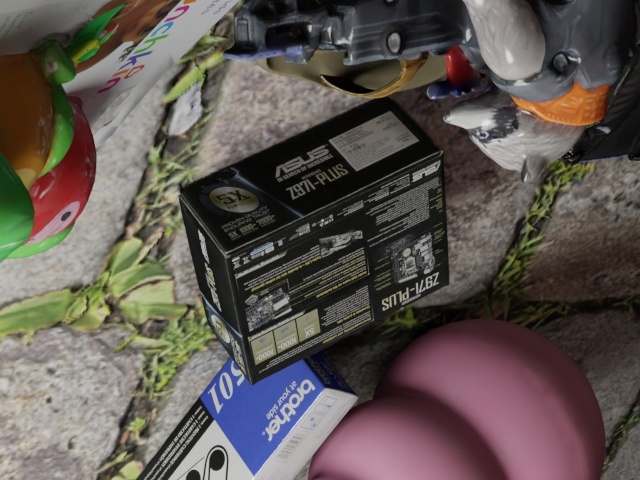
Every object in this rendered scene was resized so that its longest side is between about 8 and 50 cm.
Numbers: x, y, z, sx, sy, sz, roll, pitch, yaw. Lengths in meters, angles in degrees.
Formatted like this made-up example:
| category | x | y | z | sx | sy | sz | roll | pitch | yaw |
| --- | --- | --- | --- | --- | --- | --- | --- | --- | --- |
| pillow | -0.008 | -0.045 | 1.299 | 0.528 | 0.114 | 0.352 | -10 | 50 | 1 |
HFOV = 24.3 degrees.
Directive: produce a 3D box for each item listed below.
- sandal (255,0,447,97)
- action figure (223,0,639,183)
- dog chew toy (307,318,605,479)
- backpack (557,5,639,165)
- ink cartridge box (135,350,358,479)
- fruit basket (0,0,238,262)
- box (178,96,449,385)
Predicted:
| category | x | y | z | sx | sy | sz | roll | pitch | yaw |
| --- | --- | --- | --- | --- | --- | --- | --- | --- | --- |
| sandal | 0.032 | -0.128 | 1.025 | 0.180 | 0.049 | 0.072 | -1 | 127 | -38 |
| action figure | 0.114 | -0.186 | 0.933 | 0.341 | 0.178 | 0.330 | -24 | 124 | -32 |
| dog chew toy | 0.086 | 0.204 | 1.220 | 0.332 | 0.206 | 0.207 | -33 | 144 | -38 |
| backpack | 0.225 | -0.127 | 1.151 | 0.105 | 0.084 | 0.114 | -6 | 135 | -36 |
| ink cartridge box | -0.067 | 0.166 | 1.188 | 0.046 | 0.097 | 0.207 | 21 | 111 | -48 |
| fruit basket | -0.193 | -0.021 | 0.757 | 0.327 | 0.165 | 0.353 | -39 | 169 | 34 |
| box | 0.000 | 0.000 | 1.098 | 0.180 | 0.077 | 0.147 | -26 | 139 | -16 |
